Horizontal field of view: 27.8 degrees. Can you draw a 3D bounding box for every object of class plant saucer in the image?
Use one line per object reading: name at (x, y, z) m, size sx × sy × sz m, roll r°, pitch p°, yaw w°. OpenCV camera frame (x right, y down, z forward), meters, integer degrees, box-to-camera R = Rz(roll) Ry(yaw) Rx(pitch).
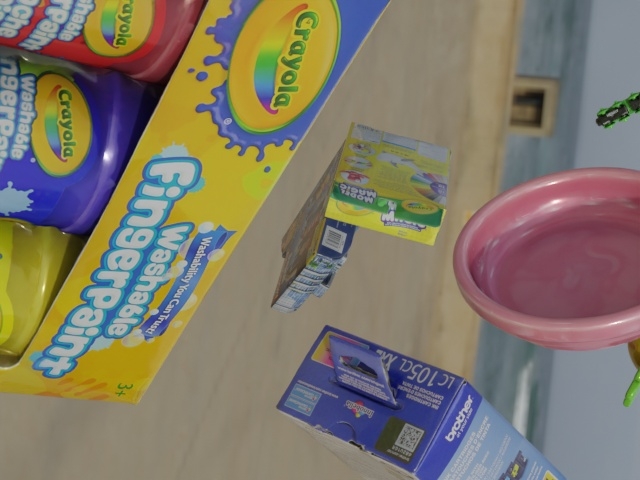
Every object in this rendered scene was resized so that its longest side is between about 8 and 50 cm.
plant saucer at (0.340, 0.030, 1.670) m, size 0.332 × 0.332 × 0.084 m, roll -71°, pitch 152°, yaw -50°

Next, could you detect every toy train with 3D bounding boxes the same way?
toy train at (0.242, -0.107, 0.958) m, size 0.017 × 0.083 × 0.024 m, roll 60°, pitch 25°, yaw -7°

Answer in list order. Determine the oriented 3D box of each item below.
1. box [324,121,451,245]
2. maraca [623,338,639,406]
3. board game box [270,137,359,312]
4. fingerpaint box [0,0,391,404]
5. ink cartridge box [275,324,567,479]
box at (0.064, -0.050, 1.191) m, size 0.179 × 0.105 × 0.043 m, roll -72°, pitch 177°, yaw -67°
maraca at (0.443, 0.133, 1.678) m, size 0.185 × 0.099 × 0.127 m, roll -56°, pitch 158°, yaw -11°
board game box at (0.000, 0.000, 1.672) m, size 0.194 × 0.060 × 0.194 m, roll -52°, pitch -162°, yaw 51°
fingerpaint box at (-0.223, -0.087, 0.895) m, size 0.444 × 0.371 × 0.163 m, roll -55°, pitch -140°, yaw 34°
ink cartridge box at (0.128, 0.268, 1.780) m, size 0.395 × 0.270 × 0.151 m, roll 43°, pitch 72°, yaw -44°
